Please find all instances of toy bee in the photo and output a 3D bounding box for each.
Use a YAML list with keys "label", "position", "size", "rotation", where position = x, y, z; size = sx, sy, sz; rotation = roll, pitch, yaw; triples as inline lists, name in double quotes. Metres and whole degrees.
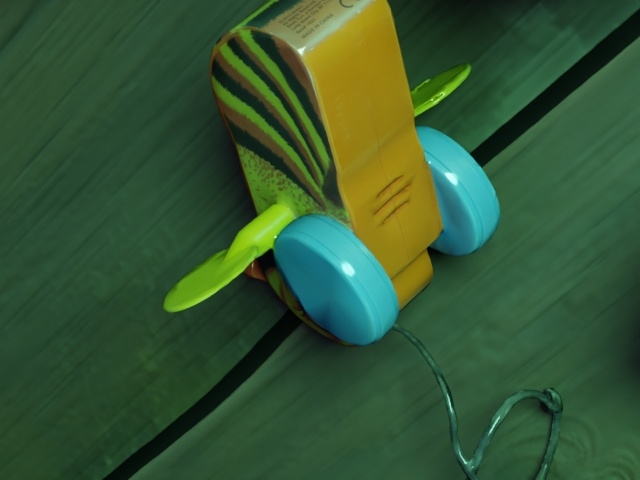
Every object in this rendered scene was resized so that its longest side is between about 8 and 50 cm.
- label: "toy bee"
  position: [0.000, 0.000, 0.776]
  size: [0.162, 0.195, 0.298]
  rotation: [21, 122, 47]
